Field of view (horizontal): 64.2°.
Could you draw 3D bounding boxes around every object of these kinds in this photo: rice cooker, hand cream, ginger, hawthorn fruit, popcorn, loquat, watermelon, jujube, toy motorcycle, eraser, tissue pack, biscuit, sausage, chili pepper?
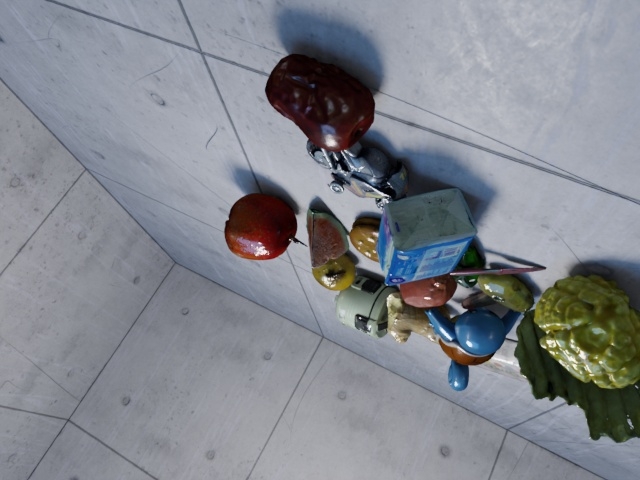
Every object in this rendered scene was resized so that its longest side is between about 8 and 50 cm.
[{"bbox_3d":[0.194,0.261,2.008,0.244,0.226,0.226,23,160,28],"label":"rice cooker"},{"bbox_3d":[0.521,0.189,1.625,0.067,0.043,0.210,33,156,-7],"label":"hand cream"},{"bbox_3d":[0.354,0.292,1.881,0.276,0.221,0.130,38,151,1],"label":"ginger"},{"bbox_3d":[-0.184,-0.028,1.787,0.300,0.254,0.254,25,160,5],"label":"hawthorn fruit"},{"bbox_3d":[0.644,0.210,1.209,0.258,0.224,0.270,38,-157,-18],"label":"popcorn"},{"bbox_3d":[0.048,0.112,1.952,0.172,0.149,0.204,31,175,-7],"label":"loquat"},{"bbox_3d":[0.017,-0.016,1.688,0.136,0.202,0.207,-14,154,4],"label":"watermelon"},{"bbox_3d":[-0.003,-0.283,1.036,0.230,0.155,0.155,34,161,3],"label":"jujube"},{"bbox_3d":[0.107,-0.173,1.234,0.307,0.108,0.173,36,151,-13],"label":"toy motorcycle"},{"bbox_3d":[0.655,0.436,1.976,0.397,0.082,0.213,9,153,45],"label":"eraser"},{"bbox_3d":[0.253,-0.002,1.284,0.198,0.146,0.263,-12,159,-3],"label":"tissue pack"},{"bbox_3d":[0.194,0.006,1.600,0.220,0.066,0.220,23,158,10],"label":"biscuit"},{"bbox_3d":[0.340,0.145,1.629,0.148,0.148,0.254,32,160,-5],"label":"sausage"},{"bbox_3d":[0.405,0.062,1.441,0.108,0.062,0.216,21,157,24],"label":"chili pepper"}]

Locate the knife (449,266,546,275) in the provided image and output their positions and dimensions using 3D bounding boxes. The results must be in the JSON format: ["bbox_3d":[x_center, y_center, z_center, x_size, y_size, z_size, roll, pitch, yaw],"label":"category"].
[{"bbox_3d":[0.469,0.084,1.363,0.247,0.018,0.035,-3,153,27],"label":"knife"}]

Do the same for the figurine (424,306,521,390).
[{"bbox_3d":[0.474,0.314,1.669,0.298,0.243,0.416,10,144,6],"label":"figurine"}]

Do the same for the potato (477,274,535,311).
[{"bbox_3d":[0.529,0.146,1.440,0.188,0.085,0.105,33,163,-23],"label":"potato"}]

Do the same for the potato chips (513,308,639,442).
[{"bbox_3d":[0.684,0.321,1.336,0.373,0.389,0.097,28,126,13],"label":"potato chips"}]
